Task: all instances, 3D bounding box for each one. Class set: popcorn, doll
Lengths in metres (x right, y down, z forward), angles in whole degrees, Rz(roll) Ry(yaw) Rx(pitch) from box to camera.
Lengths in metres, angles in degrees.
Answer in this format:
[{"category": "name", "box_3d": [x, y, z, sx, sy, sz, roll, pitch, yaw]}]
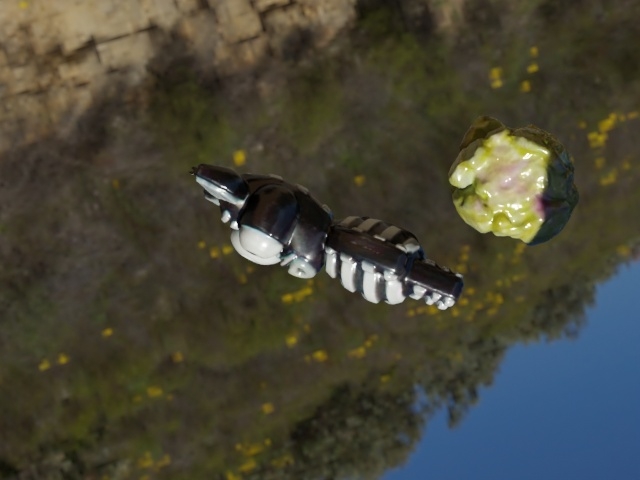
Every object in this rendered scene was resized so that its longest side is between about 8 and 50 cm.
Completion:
[{"category": "popcorn", "box_3d": [0.159, -0.048, 1.110, 0.097, 0.109, 0.089, -53, -170, 24]}, {"category": "doll", "box_3d": [0.000, 0.000, 1.015, 0.219, 0.067, 0.091, 24, 175, 0]}]
